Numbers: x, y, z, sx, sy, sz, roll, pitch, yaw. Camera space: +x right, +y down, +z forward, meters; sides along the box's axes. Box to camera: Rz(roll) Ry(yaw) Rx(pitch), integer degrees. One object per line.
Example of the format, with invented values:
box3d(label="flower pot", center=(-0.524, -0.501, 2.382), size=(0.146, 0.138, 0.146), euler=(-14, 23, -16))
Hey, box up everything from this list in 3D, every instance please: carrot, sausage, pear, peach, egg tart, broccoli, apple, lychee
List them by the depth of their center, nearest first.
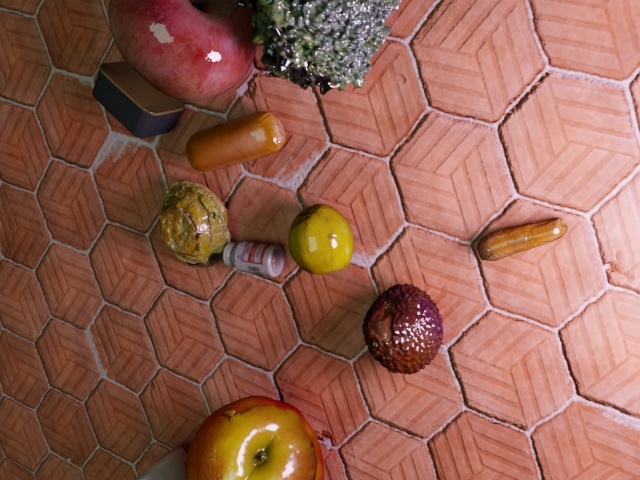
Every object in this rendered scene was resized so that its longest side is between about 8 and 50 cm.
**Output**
box3d(label="broccoli", center=(-0.015, -0.485, 1.421), size=(0.281, 0.293, 0.347), euler=(40, 114, 57))
box3d(label="carrot", center=(0.407, -0.005, 1.432), size=(0.186, 0.060, 0.060), euler=(-20, 94, 26))
box3d(label="lychee", center=(0.187, 0.201, 1.543), size=(0.188, 0.188, 0.188), euler=(8, 107, 27))
box3d(label="apple", center=(-0.306, -0.463, 1.550), size=(0.269, 0.345, 0.344), euler=(-35, 86, 50))
box3d(label="pear", center=(0.000, 0.000, 1.603), size=(0.149, 0.149, 0.162), euler=(-12, 102, 31))
box3d(label="sausage", center=(-0.205, -0.231, 1.677), size=(0.274, 0.105, 0.105), euler=(-11, 98, 31))
box3d(label="peach", center=(-0.166, 0.564, 1.756), size=(0.370, 0.370, 0.369), euler=(8, 107, 27))
box3d(label="egg tart", center=(-0.335, -0.035, 1.803), size=(0.241, 0.106, 0.241), euler=(11, 113, 28))

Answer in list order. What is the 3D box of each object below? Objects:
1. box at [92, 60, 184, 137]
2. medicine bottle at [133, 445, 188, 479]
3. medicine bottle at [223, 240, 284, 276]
box3d(label="box", center=(-0.456, -0.349, 1.756), size=(0.201, 0.144, 0.090), euler=(42, 122, 11))
box3d(label="medicine bottle", center=(-0.368, 0.795, 1.983), size=(0.219, 0.219, 0.388), euler=(-43, 82, 31))
box3d(label="medicine bottle", center=(-0.165, 0.042, 1.743), size=(0.140, 0.079, 0.079), euler=(8, 107, 27))
